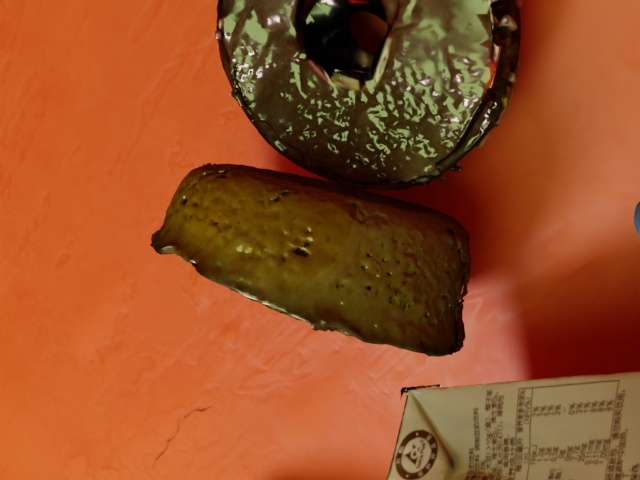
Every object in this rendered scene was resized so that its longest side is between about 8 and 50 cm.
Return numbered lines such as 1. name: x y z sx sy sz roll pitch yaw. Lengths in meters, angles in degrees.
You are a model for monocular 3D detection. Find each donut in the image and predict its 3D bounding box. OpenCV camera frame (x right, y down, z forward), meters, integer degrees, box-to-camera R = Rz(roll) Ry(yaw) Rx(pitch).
1. donut: 0.000 0.000 0.809 0.272 0.272 0.107 20 94 23
2. donut: 0.037 -0.168 0.775 0.270 0.103 0.269 13 118 24

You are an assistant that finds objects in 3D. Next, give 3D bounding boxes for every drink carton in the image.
1. drink carton: 0.223 0.190 0.727 0.194 0.132 0.325 30 153 -30

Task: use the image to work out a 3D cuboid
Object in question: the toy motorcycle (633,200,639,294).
1. toy motorcycle: 0.336 0.039 0.638 0.319 0.182 0.241 29 126 15
